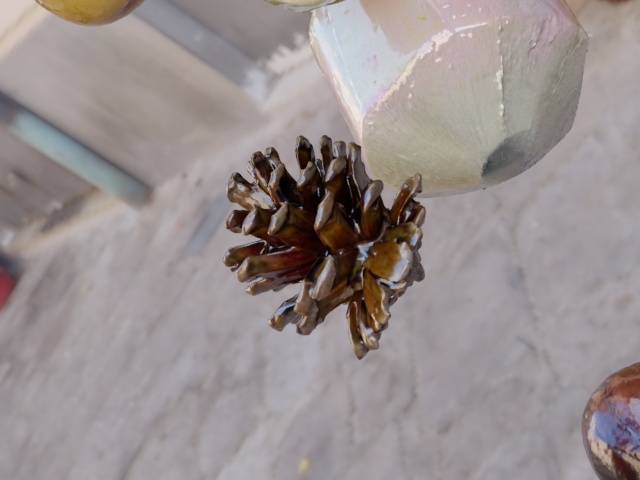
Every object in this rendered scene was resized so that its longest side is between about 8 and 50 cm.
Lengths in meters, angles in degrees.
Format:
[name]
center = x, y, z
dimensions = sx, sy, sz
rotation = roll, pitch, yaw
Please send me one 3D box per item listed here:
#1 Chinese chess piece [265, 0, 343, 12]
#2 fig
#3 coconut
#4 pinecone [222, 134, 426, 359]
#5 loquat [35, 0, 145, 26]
[Chinese chess piece]
center = -0.029, -0.375, 1.687
dimensions = 0.112, 0.270, 0.270
rotation = -42, 8, -33
[fig]
center = 0.395, 0.231, 1.735
dimensions = 0.249, 0.203, 0.186
rotation = -95, -4, -64
[coconut]
center = 0.157, -0.199, 1.853
dimensions = 0.297, 0.297, 0.309
rotation = -44, 54, 34
[pinecone]
center = 0.003, 0.000, 1.363
dimensions = 0.150, 0.195, 0.179
rotation = -28, -30, -46
[loquat]
center = -0.308, -0.390, 2.149
dimensions = 0.208, 0.208, 0.208
rotation = -48, 20, 24
